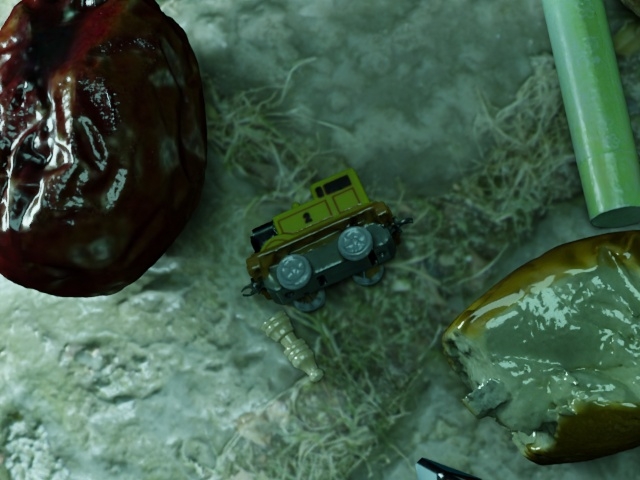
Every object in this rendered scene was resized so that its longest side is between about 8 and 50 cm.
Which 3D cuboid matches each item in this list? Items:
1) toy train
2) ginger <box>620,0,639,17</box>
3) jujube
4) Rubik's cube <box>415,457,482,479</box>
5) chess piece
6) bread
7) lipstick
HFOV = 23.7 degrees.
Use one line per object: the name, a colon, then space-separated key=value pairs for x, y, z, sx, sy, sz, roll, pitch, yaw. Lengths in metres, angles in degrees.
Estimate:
toy train: x=0.000 y=0.000 z=1.799 sx=0.219 sy=0.089 sz=0.127 roll=-24 pitch=61 yaw=3
ginger: x=0.441 y=-0.381 z=1.800 sx=0.256 sy=0.176 sz=0.375 roll=1 pitch=75 yaw=28
jujube: x=-0.272 y=-0.120 z=1.792 sx=0.276 sy=0.276 sz=0.377 roll=-6 pitch=69 yaw=8
Rubik's cube: x=0.260 y=0.318 z=1.615 sx=0.234 sy=0.250 sz=0.284 roll=0 pitch=58 yaw=-14
chess piece: x=-0.029 y=0.128 z=1.792 sx=0.035 sy=0.035 sz=0.092 roll=-38 pitch=74 yaw=-3
bread: x=0.280 y=0.119 z=1.627 sx=0.279 sy=0.250 sz=0.225 roll=-23 pitch=74 yaw=5
lipstick: x=0.321 y=-0.168 z=1.798 sx=0.076 sy=0.076 sz=0.304 roll=-10 pitch=71 yaw=7
